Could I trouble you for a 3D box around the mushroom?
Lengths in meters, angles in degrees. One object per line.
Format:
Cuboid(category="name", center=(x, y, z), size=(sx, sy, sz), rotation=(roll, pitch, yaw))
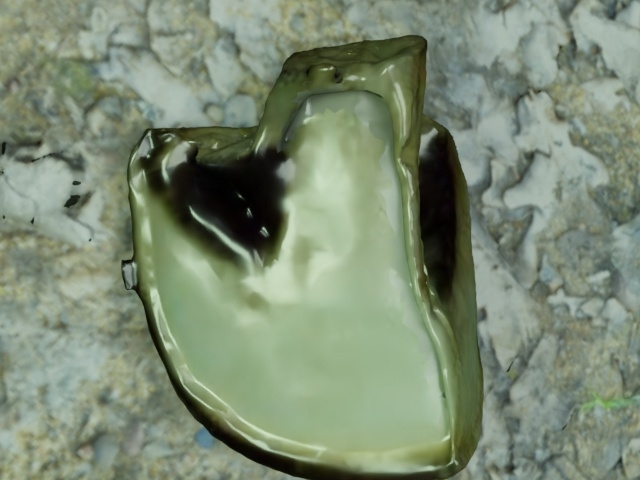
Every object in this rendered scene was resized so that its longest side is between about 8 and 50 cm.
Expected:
Cuboid(category="mushroom", center=(-0.006, 0.006, 0.751), size=(0.217, 0.212, 0.292), rotation=(-5, 110, 20))
